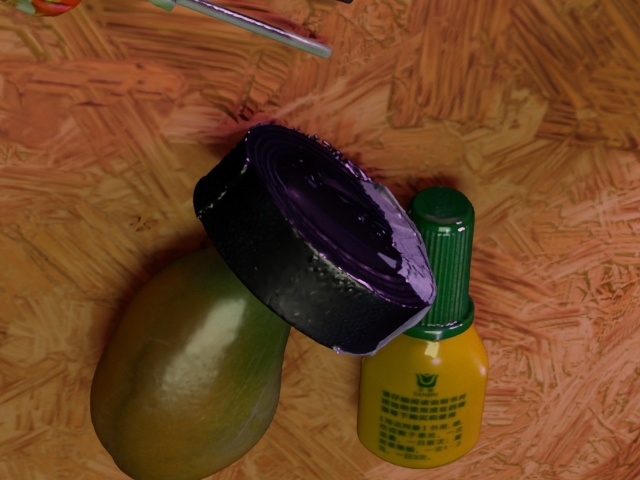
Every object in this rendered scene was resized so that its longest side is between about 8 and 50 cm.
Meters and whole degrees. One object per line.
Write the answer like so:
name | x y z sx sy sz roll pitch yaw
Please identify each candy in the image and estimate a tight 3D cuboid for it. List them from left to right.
candy | -0.106 -0.172 1.213 0.287 0.078 0.084 14 120 -34

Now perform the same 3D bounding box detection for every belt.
belt | 0.000 0.000 1.340 0.198 0.151 0.078 39 119 -14

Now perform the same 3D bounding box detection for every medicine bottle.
medicine bottle | 0.091 0.080 1.498 0.111 0.076 0.309 -1 136 -3

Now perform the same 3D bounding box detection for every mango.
mango | -0.101 0.104 1.457 0.156 0.114 0.251 12 133 -13

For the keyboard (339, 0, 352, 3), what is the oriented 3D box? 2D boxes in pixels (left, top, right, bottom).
keyboard | 0.033 -0.243 1.197 0.067 0.011 0.202 12 132 -20
